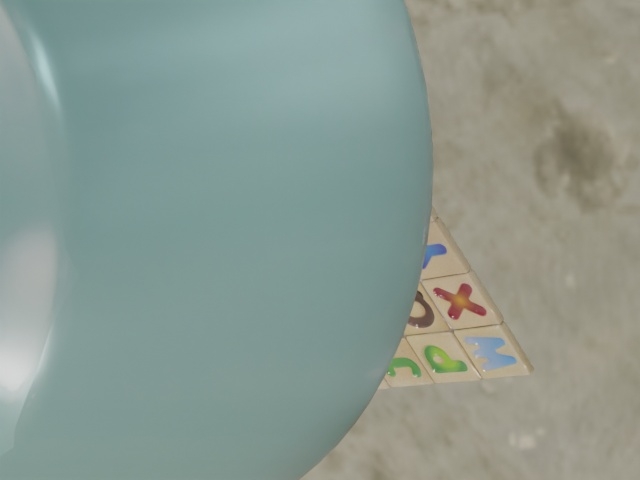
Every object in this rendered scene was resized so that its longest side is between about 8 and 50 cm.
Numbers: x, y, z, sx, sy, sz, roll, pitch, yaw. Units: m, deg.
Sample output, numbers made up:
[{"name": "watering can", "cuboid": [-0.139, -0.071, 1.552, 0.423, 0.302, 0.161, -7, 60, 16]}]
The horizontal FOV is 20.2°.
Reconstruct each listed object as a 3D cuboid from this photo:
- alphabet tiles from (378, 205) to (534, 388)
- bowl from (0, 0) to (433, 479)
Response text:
[{"name": "alphabet tiles", "cuboid": [0.000, 0.000, 1.108, 0.198, 0.237, 0.009, -10, 31, 46]}, {"name": "bowl", "cuboid": [-0.134, -0.027, 0.622, 0.311, 0.163, 0.312, 6, 102, 32]}]
